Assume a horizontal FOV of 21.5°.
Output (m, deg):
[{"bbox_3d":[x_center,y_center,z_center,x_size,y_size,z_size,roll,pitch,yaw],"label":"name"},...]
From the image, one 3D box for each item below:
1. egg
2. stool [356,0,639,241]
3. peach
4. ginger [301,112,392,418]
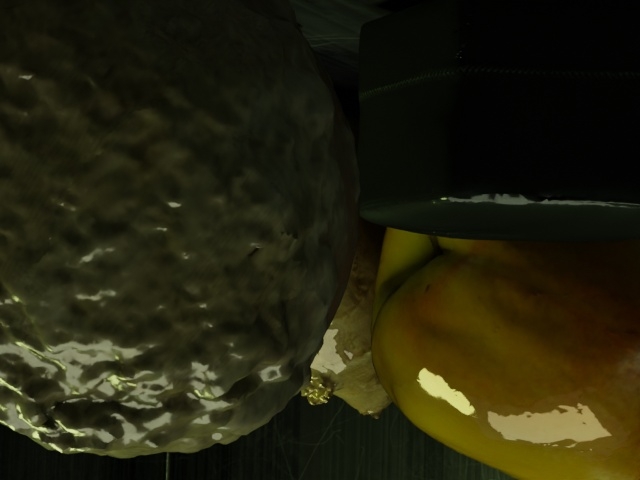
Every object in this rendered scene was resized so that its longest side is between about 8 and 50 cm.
[{"bbox_3d":[-0.113,-0.032,0.815,0.310,0.279,0.279,47,155,-20],"label":"egg"},{"bbox_3d":[0.136,-0.074,1.049,0.232,0.141,0.232,1,174,0],"label":"stool"},{"bbox_3d":[0.191,0.052,1.289,0.308,0.289,0.289,20,169,-18],"label":"peach"},{"bbox_3d":[0.013,-0.020,1.369,0.166,0.236,0.375,23,152,24],"label":"ginger"}]
